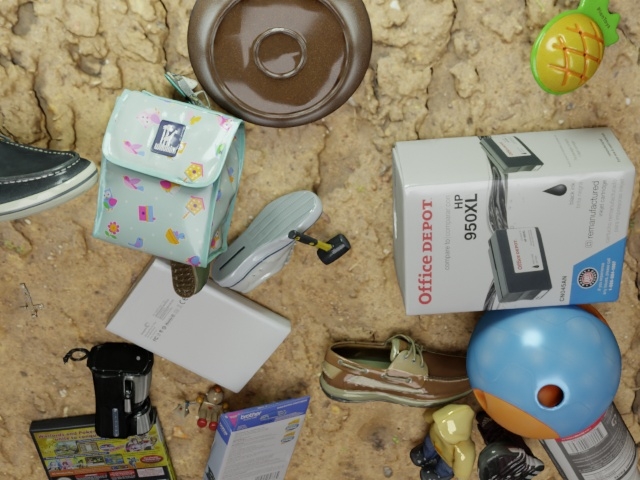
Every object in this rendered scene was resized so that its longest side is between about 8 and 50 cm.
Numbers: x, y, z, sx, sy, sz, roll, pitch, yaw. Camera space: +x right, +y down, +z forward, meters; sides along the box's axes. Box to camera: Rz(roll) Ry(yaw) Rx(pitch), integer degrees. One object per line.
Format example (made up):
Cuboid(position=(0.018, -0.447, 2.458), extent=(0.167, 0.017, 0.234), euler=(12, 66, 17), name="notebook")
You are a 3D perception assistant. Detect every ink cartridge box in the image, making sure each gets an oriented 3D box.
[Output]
Cuboid(position=(-0.143, 0.443, 2.006), extent=(0.185, 0.065, 0.311), euler=(-7, 132, -34), name="ink cartridge box")
Cuboid(position=(0.333, -0.031, 1.697), extent=(0.394, 0.166, 0.285), euler=(-4, 123, 1), name="ink cartridge box")

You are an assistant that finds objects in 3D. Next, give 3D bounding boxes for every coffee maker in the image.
Cuboid(position=(-0.422, 0.303, 1.925), extent=(0.171, 0.120, 0.178), euler=(16, 123, 15), name="coffee maker")

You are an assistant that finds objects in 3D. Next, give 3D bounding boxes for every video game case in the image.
Cuboid(position=(-0.469, 0.480, 2.074), extent=(0.274, 0.035, 0.248), euler=(-6, 124, 2), name="video game case")

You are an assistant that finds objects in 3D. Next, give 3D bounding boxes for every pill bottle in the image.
Cuboid(position=(0.565, 0.424, 2.002), extent=(0.176, 0.176, 0.318), euler=(-26, 121, 14), name="pill bottle")

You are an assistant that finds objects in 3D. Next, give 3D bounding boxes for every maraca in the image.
Cuboid(position=(0.420, -0.323, 1.556), extent=(0.186, 0.099, 0.127), euler=(-46, 120, -5), name="maraca")

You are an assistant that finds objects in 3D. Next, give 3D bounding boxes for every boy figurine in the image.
Cuboid(position=(0.262, 0.423, 1.956), extent=(0.092, 0.177, 0.285), euler=(-18, 154, -15), name="boy figurine")

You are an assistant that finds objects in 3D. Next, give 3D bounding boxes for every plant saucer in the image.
Cuboid(position=(-0.067, -0.316, 1.563), extent=(0.310, 0.050, 0.311), euler=(-1, 124, -1), name="plant saucer")

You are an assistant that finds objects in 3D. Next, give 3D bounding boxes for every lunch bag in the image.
Cuboid(position=(-0.254, -0.111, 1.607), extent=(0.223, 0.160, 0.262), euler=(16, 111, 10), name="lunch bag")

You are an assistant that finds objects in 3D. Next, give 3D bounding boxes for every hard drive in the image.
Cuboid(position=(-0.241, 0.168, 1.876), extent=(0.307, 0.040, 0.203), euler=(30, 117, -20), name="hard drive")

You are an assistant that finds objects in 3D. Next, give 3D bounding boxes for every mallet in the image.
Cuboid(position=(0.000, 0.000, 1.722), extent=(0.062, 0.039, 0.189), euler=(-33, 158, 10), name="mallet")

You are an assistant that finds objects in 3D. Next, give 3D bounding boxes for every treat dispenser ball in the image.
Cuboid(position=(0.423, 0.234, 1.803), extent=(0.288, 0.288, 0.288), euler=(-1, 123, -2), name="treat dispenser ball")

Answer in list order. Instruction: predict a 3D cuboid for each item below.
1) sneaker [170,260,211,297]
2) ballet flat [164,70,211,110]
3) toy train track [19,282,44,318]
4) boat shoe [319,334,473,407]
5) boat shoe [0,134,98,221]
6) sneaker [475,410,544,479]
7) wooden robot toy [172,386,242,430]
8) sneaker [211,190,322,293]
Cuboid(position=(-0.241, 0.007, 1.756), extent=(0.064, 0.086, 0.192), euler=(0, 94, 16), name="sneaker")
Cuboid(position=(-0.220, -0.250, 1.609), extent=(0.041, 0.041, 0.114), euler=(-28, 121, 15), name="ballet flat")
Cuboid(position=(-0.571, 0.121, 1.844), extent=(0.048, 0.014, 0.083), euler=(-8, 123, 2), name="toy train track")
Cuboid(position=(0.160, 0.258, 1.909), extent=(0.324, 0.122, 0.120), euler=(-2, 120, -3), name="boat shoe")
Cuboid(position=(-0.612, -0.131, 1.555), extent=(0.500, 0.187, 0.156), euler=(4, 117, 12), name="boat shoe")
Cuboid(position=(0.362, 0.424, 1.982), extent=(0.106, 0.162, 0.281), euler=(-38, 148, 10), name="sneaker")
Cuboid(position=(-0.217, 0.348, 1.981), extent=(0.173, 0.076, 0.079), euler=(16, 110, -13), name="wooden robot toy")
Cuboid(position=(-0.087, 0.003, 1.759), extent=(0.258, 0.094, 0.091), euler=(-37, 141, 21), name="sneaker")
